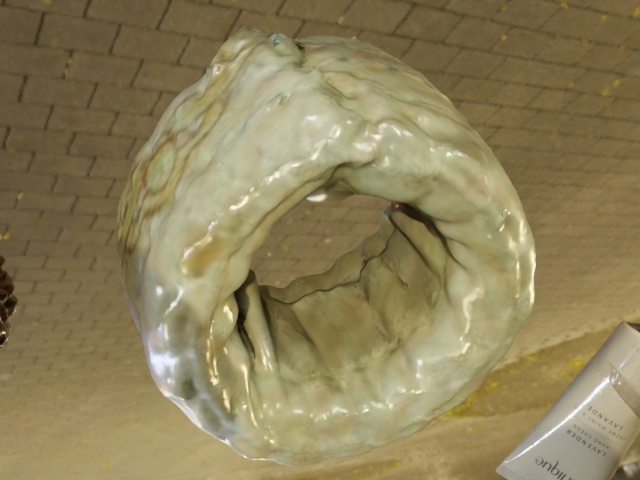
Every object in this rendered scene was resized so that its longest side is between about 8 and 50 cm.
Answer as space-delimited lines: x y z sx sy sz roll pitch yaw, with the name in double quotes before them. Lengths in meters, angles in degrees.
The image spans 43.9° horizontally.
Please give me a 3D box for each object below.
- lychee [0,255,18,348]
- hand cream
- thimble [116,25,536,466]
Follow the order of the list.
"lychee" -0.352 0.044 0.521 0.271 0.271 0.271 -12 158 -5
"hand cream" 0.230 0.142 0.652 0.186 0.087 0.054 -60 170 12
"thimble" 0.000 0.000 0.582 0.291 0.195 0.292 -10 124 -15
